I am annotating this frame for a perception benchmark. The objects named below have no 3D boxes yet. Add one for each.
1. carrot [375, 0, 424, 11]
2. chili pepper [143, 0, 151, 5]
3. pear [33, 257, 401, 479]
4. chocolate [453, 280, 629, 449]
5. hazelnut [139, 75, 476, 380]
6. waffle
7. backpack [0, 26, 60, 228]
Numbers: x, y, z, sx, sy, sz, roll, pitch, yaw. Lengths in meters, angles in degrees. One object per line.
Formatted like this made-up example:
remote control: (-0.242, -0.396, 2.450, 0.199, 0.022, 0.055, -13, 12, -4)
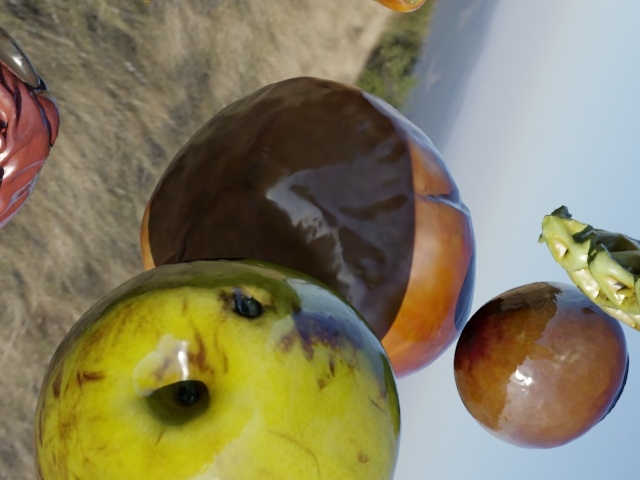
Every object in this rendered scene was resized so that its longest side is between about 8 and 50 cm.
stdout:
carrot: (0.024, -0.251, 0.988, 0.248, 0.043, 0.043, 40, -64, 52)
chili pepper: (-0.133, -0.238, 0.857, 0.192, 0.084, 0.086, 115, -35, -65)
pear: (-0.078, 0.136, 0.795, 0.283, 0.283, 0.284, 20, 90, -86)
chocolate: (0.196, 0.113, 1.019, 0.177, 0.176, 0.177, 20, 90, -86)
hazelnut: (0.000, 0.000, 1.138, 0.315, 0.372, 0.372, -57, 178, 7)
waffle: (0.236, 0.046, 0.690, 0.214, 0.207, 0.054, 22, 97, -58)
backpack: (-0.328, -0.100, 0.881, 0.139, 0.229, 0.229, -56, 168, -40)
